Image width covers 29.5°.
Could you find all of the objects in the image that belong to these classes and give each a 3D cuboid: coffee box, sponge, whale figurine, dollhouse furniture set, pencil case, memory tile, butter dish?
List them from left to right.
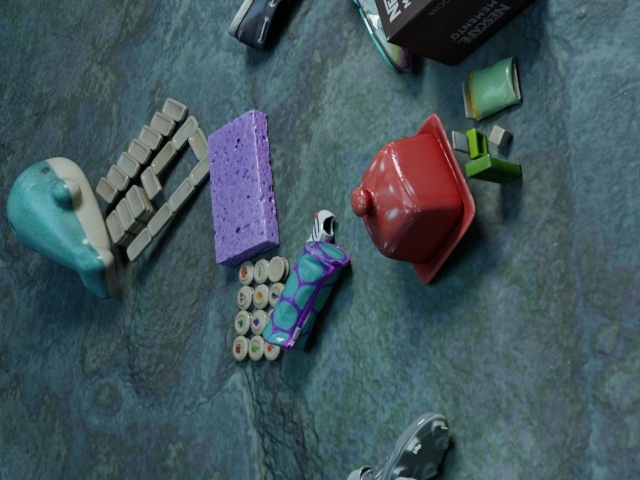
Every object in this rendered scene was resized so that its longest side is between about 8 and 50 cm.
[{"bbox_3d":[-0.433,-0.013,2.038,0.272,0.141,0.216,55,156,33],"label":"whale figurine"},{"bbox_3d":[-0.116,-0.076,1.788,0.117,0.031,0.210,-26,62,44],"label":"sponge"},{"bbox_3d":[-0.086,0.098,1.728,0.113,0.012,0.148,-6,77,49],"label":"memory tile"},{"bbox_3d":[-0.019,0.075,1.613,0.152,0.064,0.070,-64,26,18],"label":"pencil case"},{"bbox_3d":[0.092,-0.047,1.446,0.160,0.118,0.160,120,141,-49],"label":"butter dish"},{"bbox_3d":[0.139,-0.388,1.484,0.168,0.118,0.297,-37,55,38],"label":"coffee box"},{"bbox_3d":[0.190,-0.143,1.416,0.076,0.058,0.152,-23,65,45],"label":"dollhouse furniture set"}]

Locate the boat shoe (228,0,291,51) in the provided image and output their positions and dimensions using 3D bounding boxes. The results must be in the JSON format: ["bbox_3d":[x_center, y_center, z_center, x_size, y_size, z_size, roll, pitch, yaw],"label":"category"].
[{"bbox_3d":[-0.055,-0.369,1.775,0.065,0.075,0.206,37,111,1],"label":"boat shoe"}]

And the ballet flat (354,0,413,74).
[{"bbox_3d":[0.081,-0.311,1.583,0.079,0.077,0.221,-39,51,14],"label":"ballet flat"}]

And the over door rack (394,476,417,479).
[{"bbox_3d":[0.131,0.404,1.228,0.108,0.239,0.324,34,108,54],"label":"over door rack"}]

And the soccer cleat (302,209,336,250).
[{"bbox_3d":[0.000,0.000,1.635,0.035,0.029,0.083,13,87,55],"label":"soccer cleat"}]

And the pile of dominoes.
[{"bbox_3d":[-0.261,-0.100,1.980,0.251,0.040,0.196,-47,49,23],"label":"pile of dominoes"}]

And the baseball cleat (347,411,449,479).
[{"bbox_3d":[0.079,0.278,1.448,0.109,0.072,0.206,42,110,53],"label":"baseball cleat"}]
